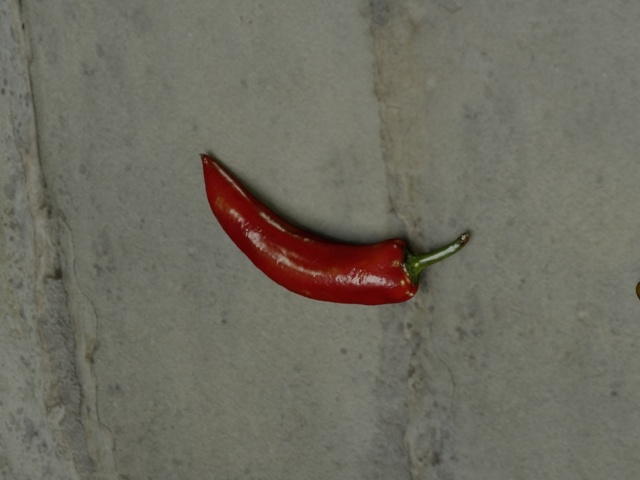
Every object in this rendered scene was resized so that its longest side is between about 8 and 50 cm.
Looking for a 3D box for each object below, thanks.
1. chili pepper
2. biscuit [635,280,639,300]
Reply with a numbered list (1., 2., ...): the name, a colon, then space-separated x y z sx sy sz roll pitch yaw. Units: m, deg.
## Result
1. chili pepper: -0.006 0.005 1.924 0.368 0.092 0.137 17 105 18
2. biscuit: 0.468 0.087 1.738 0.183 0.039 0.174 -30 92 33
